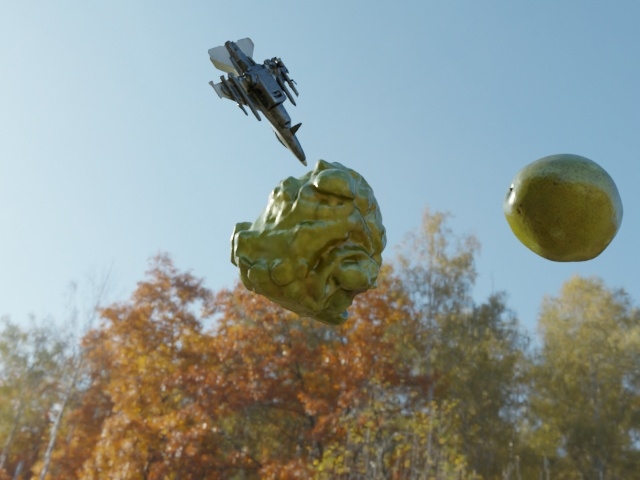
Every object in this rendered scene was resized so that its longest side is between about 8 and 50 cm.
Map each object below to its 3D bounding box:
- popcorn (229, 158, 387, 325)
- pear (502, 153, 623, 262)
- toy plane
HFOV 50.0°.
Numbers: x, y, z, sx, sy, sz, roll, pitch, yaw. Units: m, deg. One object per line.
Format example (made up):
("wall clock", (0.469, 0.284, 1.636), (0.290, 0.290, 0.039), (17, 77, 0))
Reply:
("popcorn", (0.000, 0.000, 1.126), (0.235, 0.250, 0.241), (43, 10, 30))
("pear", (0.417, -0.058, 1.187), (0.198, 0.198, 0.198), (8, -32, 5))
("toy plane", (-0.081, -0.218, 1.027), (0.234, 0.160, 0.082), (48, -44, 8))
